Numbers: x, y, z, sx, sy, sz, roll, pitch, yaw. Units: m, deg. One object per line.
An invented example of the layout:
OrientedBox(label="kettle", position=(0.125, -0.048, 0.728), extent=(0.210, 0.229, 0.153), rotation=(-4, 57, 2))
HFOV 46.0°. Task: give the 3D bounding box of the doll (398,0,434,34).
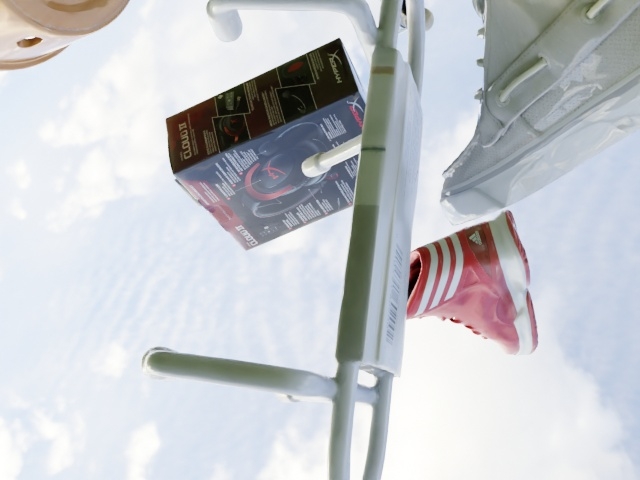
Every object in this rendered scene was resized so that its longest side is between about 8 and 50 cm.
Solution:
OrientedBox(label="doll", position=(0.112, -0.379, 1.144), extent=(0.046, 0.129, 0.189), rotation=(-22, -122, -13))

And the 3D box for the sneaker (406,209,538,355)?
OrientedBox(label="sneaker", position=(0.140, 0.055, 0.744), extent=(0.128, 0.221, 0.087), rotation=(-14, -131, 10))

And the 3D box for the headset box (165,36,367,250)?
OrientedBox(label="headset box", position=(-0.058, -0.116, 1.047), extent=(0.293, 0.218, 0.110), rotation=(-23, -126, 11))

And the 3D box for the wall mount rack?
OrientedBox(label="wall mount rack", position=(0.000, 0.000, 0.511), extent=(0.131, 0.304, 0.349), rotation=(4, -103, 15))

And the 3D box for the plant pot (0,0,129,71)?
OrientedBox(label="plant pot", position=(-0.341, -0.333, 0.844), extent=(0.204, 0.291, 0.290), rotation=(13, -112, 38))

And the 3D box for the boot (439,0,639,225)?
OrientedBox(label="boot", position=(0.124, -0.102, 0.419), extent=(0.095, 0.123, 0.258), rotation=(-31, 176, -30))
